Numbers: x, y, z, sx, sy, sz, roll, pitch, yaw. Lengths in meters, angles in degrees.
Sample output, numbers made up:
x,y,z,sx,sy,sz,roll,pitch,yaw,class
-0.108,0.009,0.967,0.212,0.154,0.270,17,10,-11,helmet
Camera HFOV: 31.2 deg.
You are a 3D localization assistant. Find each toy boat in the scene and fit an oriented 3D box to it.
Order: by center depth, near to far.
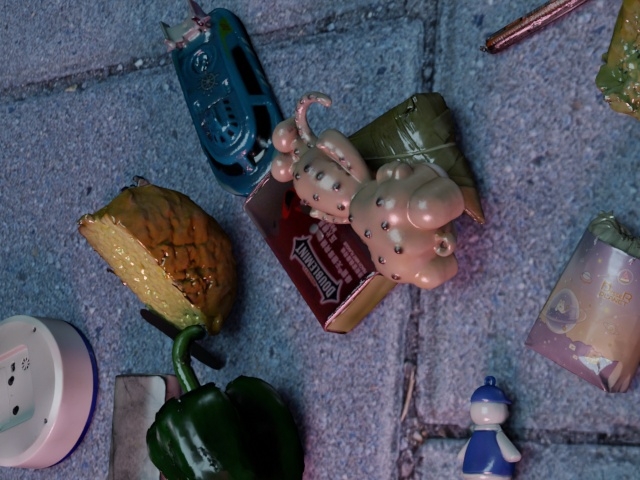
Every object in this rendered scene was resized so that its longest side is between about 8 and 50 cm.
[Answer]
x,y,z,sx,sy,sz,roll,pitch,yaw,class
-0.144,-0.198,1.605,0.134,0.092,0.298,-36,60,22,toy boat

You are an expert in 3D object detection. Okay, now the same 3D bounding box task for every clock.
x,y,z,sx,sy,sz,roll,pitch,yaw,class
-0.444,0.229,1.744,0.230,0.083,0.230,-11,72,38,clock

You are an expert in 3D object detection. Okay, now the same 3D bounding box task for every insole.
x,y,z,sx,sy,sz,roll,pitch,yaw,class
-0.192,0.135,1.567,0.135,0.002,0.045,34,147,5,insole

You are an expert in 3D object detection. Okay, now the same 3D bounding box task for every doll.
x,y,z,sx,sy,sz,roll,pitch,yaw,class
0.187,0.221,1.274,0.099,0.058,0.142,-18,66,55,doll
0.052,-0.058,1.343,0.278,0.119,0.154,40,139,25,doll

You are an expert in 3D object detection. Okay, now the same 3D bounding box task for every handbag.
x,y,z,sx,sy,sz,roll,pitch,yaw,class
0.299,0.061,1.202,0.117,0.095,0.173,30,101,35,handbag

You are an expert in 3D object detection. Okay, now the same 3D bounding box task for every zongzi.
x,y,z,sx,sy,sz,roll,pitch,yaw,class
0.100,-0.066,1.406,0.189,0.081,0.178,-30,78,38,zongzi

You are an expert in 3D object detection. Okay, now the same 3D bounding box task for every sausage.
x,y,z,sx,sy,sz,roll,pitch,yaw,class
0.270,-0.270,1.342,0.198,0.025,0.028,-29,32,29,sausage

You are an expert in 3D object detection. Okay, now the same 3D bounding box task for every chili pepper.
x,y,z,sx,sy,sz,roll,pitch,yaw,class
-0.133,0.236,1.453,0.261,0.174,0.165,56,142,28,chili pepper

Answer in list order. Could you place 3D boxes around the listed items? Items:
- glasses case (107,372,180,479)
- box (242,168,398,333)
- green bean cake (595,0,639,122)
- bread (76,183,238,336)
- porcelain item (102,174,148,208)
x,y,z,sx,sy,sz,roll,pitch,yaw,class
-0.248,0.334,1.580,0.114,0.060,0.299,-7,76,36,glasses case
0.000,0.000,1.462,0.120,0.069,0.224,-46,58,20,box
0.364,-0.238,1.081,0.285,0.310,0.202,-46,58,18,green bean cake
-0.206,0.014,1.544,0.143,0.229,0.139,-13,34,43,bread
-0.307,-0.037,1.734,0.075,0.021,0.136,17,91,39,porcelain item
